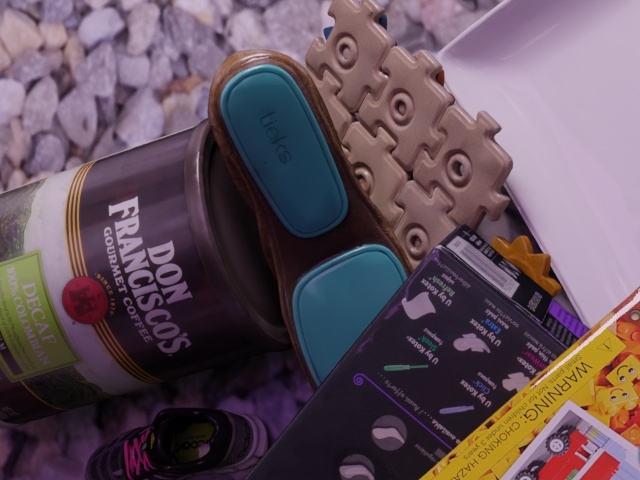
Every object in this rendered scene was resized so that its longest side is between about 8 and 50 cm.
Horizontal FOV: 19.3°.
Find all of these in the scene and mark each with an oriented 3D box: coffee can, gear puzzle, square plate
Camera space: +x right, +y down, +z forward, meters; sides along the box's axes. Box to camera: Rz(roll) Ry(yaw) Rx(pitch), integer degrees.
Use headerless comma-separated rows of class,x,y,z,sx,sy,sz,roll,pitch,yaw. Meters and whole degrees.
coffee can,-0.171,0.030,1.589,0.275,0.201,0.201,-18,65,21
gear puzzle,0.093,-0.053,1.554,0.339,0.044,0.175,49,127,31
square plate,0.301,-0.105,1.453,0.347,0.049,0.344,-37,66,21

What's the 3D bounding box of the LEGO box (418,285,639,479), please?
LEGO box,0.184,0.321,1.213,0.500,0.193,0.372,-41,59,-7

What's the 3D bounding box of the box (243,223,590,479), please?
box,0.067,0.139,1.409,0.143,0.165,0.270,40,101,5

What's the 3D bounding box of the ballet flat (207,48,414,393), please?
ballet flat,0.000,0.000,1.536,0.116,0.124,0.342,-26,102,2

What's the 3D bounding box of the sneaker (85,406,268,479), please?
sneaker,-0.133,0.175,1.590,0.170,0.075,0.063,-15,66,22
